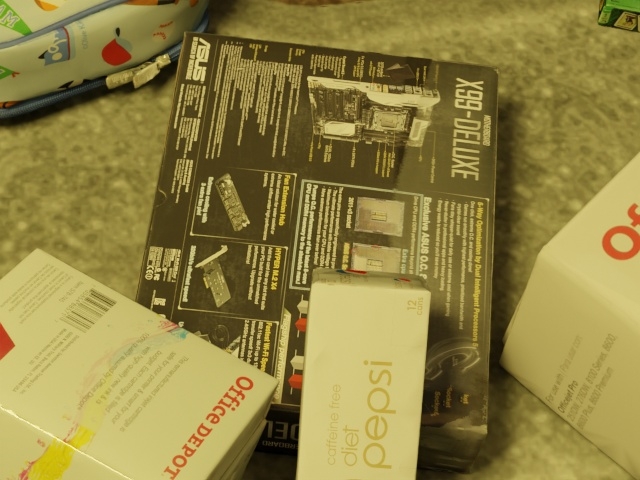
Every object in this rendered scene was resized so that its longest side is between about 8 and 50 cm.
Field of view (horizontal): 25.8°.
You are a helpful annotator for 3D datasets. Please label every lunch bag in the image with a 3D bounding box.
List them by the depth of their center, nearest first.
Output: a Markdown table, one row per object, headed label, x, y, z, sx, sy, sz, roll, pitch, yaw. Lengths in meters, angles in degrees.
| label | x | y | z | sx | sy | sz | roll | pitch | yaw |
| --- | --- | --- | --- | --- | --- | --- | --- | --- | --- |
| lunch bag | -0.227 | -0.239 | 1.111 | 0.243 | 0.115 | 0.303 | -24 | 62 | -20 |

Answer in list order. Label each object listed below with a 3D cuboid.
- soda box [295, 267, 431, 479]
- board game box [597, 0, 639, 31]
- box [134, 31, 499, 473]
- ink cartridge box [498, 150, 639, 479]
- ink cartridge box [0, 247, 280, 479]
| label | x | y | z | sx | sy | sz | roll | pitch | yaw |
| --- | --- | --- | --- | --- | --- | --- | --- | --- | --- |
| soda box | 0.022 | 0.129 | 0.858 | 0.074 | 0.069 | 0.216 | 4 | 97 | 0 |
| board game box | 0.371 | -0.218 | 1.191 | 0.259 | 0.030 | 0.136 | 11 | 60 | 3 |
| box | 0.000 | 0.000 | 0.999 | 0.242 | 0.076 | 0.307 | 6 | 58 | -1 |
| ink cartridge box | 0.361 | 0.079 | 0.925 | 0.395 | 0.166 | 0.285 | 39 | 63 | 19 |
| ink cartridge box | -0.138 | 0.118 | 0.825 | 0.176 | 0.127 | 0.128 | 28 | 36 | 10 |
